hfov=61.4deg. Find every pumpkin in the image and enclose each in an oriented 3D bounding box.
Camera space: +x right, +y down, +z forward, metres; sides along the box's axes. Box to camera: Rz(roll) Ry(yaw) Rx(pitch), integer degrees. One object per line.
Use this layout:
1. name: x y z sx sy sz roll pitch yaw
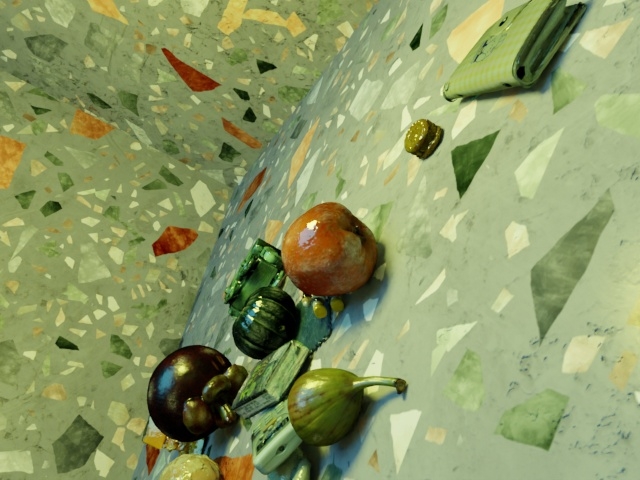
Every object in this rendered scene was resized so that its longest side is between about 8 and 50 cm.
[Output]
1. pumpkin: -0.167 0.245 1.614 0.220 0.162 0.220 -52 11 15
2. pumpkin: -0.533 0.699 1.946 0.280 0.190 0.139 -9 56 66

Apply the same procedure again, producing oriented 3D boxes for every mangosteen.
1. mangosteen: -0.387 0.497 1.736 0.347 0.307 0.307 3 64 37

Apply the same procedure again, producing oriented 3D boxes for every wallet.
1. wallet: 0.404 -0.417 1.182 0.223 0.077 0.309 -60 17 2

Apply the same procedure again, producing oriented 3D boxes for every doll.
1. doll: -0.011 0.098 1.508 0.145 0.103 0.316 -40 32 14
2. doll: -0.073 0.507 1.194 0.103 0.071 0.214 -67 15 -11

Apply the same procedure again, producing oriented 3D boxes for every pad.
1. pad: -0.043 0.244 1.557 0.269 0.012 0.269 -52 22 30

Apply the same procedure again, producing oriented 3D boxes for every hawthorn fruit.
1. hawthorn fruit: 0.013 0.034 1.316 0.263 0.235 0.231 -40 50 -9

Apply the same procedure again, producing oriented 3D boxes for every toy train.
1. toy train: -0.239 0.147 1.983 0.299 0.167 0.238 -57 10 13

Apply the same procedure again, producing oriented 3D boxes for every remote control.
1. remote control: -0.102 0.441 1.262 0.140 0.056 0.296 -41 3 -9

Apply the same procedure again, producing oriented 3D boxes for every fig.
1. fig: 0.042 0.305 1.072 0.259 0.151 0.151 -43 27 36

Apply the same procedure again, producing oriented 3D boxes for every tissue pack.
1. tissue pack: -0.140 0.377 1.454 0.235 0.073 0.173 -43 11 48

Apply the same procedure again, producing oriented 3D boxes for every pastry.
1. pastry: 0.259 -0.261 1.373 0.097 0.057 0.109 -67 18 -5

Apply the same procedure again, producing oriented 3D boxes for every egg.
1. egg: -0.365 0.704 1.513 0.195 0.195 0.233 -88 9 -50

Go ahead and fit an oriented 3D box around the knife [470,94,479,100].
1. knife: 0.384 -0.357 1.257 0.091 0.005 0.014 -44 28 45
